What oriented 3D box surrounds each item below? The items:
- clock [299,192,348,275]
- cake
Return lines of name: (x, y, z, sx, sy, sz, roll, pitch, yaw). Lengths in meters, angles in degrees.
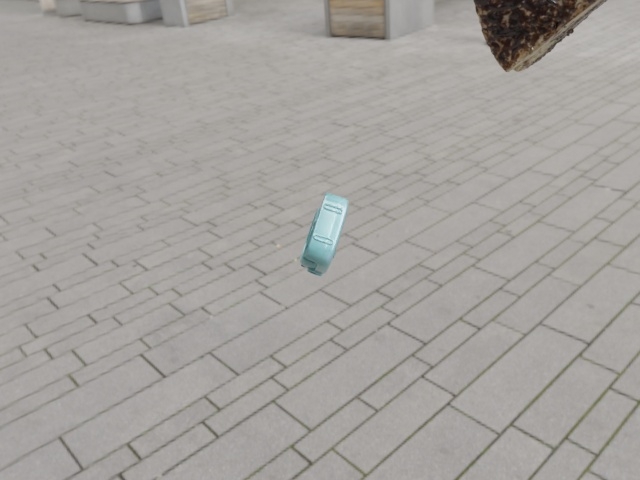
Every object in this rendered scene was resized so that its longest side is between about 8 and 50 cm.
clock: (0.001, 0.000, 0.883, 0.045, 0.147, 0.108, 19, 69, -3)
cake: (0.308, -0.281, 0.678, 0.246, 0.135, 0.112, -7, 20, 25)
